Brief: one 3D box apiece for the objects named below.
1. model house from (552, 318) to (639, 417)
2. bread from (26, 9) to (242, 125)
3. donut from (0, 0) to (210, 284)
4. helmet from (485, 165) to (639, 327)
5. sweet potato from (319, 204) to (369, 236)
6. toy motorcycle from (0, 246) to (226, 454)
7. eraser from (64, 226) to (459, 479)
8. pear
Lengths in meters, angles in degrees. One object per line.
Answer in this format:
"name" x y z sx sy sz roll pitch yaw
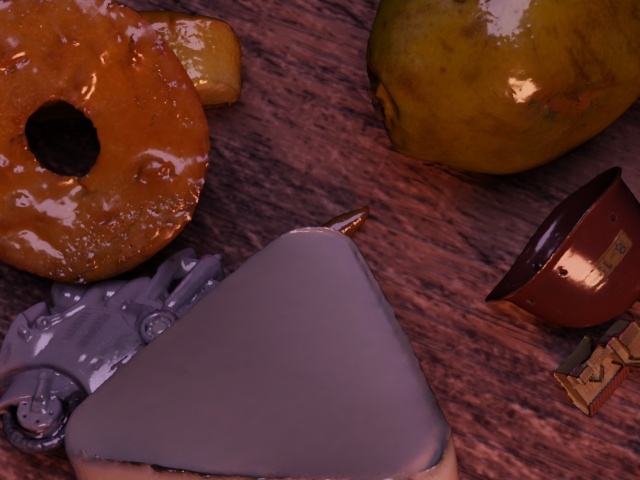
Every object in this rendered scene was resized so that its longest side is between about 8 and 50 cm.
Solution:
"model house" 0.267 0.117 1.568 0.083 0.057 0.058 -46 111 -17
"bread" -0.199 -0.171 1.693 0.246 0.102 0.094 -6 72 2
"donut" -0.235 -0.100 1.588 0.278 0.108 0.277 0 100 0
"helmet" 0.246 0.027 1.570 0.175 0.155 0.106 -44 92 -11
"sweet potato" 0.000 0.000 1.648 0.115 0.026 0.026 -33 69 -6
"toy motorcycle" -0.200 0.087 1.582 0.260 0.110 0.171 -33 55 -17
"eraser" -0.010 0.170 1.443 0.331 0.150 0.331 -7 41 6
"pear" 0.184 -0.196 1.595 0.321 0.269 0.269 -24 67 -23
